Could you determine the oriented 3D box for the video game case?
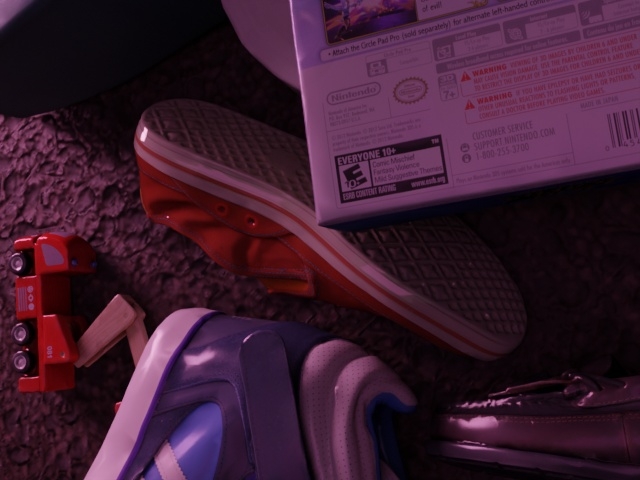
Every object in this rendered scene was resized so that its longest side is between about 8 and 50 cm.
[{"bbox_3d":[0.115,-0.147,0.457,0.269,0.061,0.244,-10,83,19],"label":"video game case"}]

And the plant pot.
[{"bbox_3d":[-0.232,-0.215,0.633,0.234,0.165,0.166,-31,77,20],"label":"plant pot"}]

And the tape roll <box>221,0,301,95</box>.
[{"bbox_3d":[0.065,-0.227,0.568,0.286,0.100,0.286,-2,84,18],"label":"tape roll"}]

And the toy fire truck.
[{"bbox_3d":[-0.199,0.083,0.653,0.135,0.047,0.192,-7,82,17],"label":"toy fire truck"}]

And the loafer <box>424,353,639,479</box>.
[{"bbox_3d":[0.213,0.114,0.480,0.302,0.109,0.095,-5,67,35],"label":"loafer"}]

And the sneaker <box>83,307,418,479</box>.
[{"bbox_3d":[-0.049,0.216,0.536,0.236,0.130,0.323,13,77,24],"label":"sneaker"}]

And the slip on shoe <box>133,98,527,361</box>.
[{"bbox_3d":[0.000,0.000,0.575,0.331,0.123,0.101,26,128,12],"label":"slip on shoe"}]
